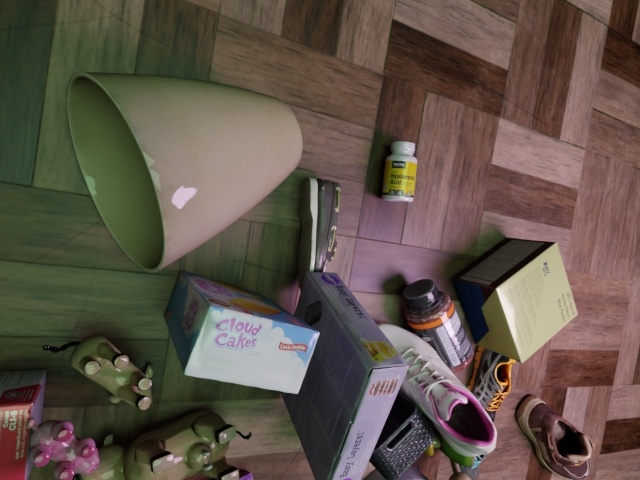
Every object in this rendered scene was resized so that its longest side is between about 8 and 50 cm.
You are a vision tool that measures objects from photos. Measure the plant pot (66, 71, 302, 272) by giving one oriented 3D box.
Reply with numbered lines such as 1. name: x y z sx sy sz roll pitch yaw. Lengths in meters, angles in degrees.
1. plant pot: -0.166 -0.123 0.610 0.274 0.256 0.256 -26 107 -38

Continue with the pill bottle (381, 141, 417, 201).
1. pill bottle: 0.160 -0.137 0.844 0.065 0.065 0.116 3 93 -26

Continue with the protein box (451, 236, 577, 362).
1. protein box: 0.451 0.129 0.972 0.201 0.136 0.199 -31 107 -19

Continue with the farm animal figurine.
1. farm animal figurine: -0.275 0.317 0.639 0.327 0.172 0.330 15 78 -38

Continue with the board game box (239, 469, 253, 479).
1. board game box: -0.163 0.609 0.697 0.208 0.056 0.346 -13 76 -33

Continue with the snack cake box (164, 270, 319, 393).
1. snack cake box: -0.133 0.124 0.622 0.152 0.264 0.089 22 86 -26

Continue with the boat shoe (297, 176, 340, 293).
1. boat shoe: 0.000 0.000 0.773 0.069 0.081 0.227 2 92 -22

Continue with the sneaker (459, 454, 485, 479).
1. sneaker: 0.362 0.514 1.005 0.065 0.076 0.166 -21 104 -21

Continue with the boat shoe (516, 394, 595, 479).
1. boat shoe: 0.661 0.556 1.126 0.123 0.123 0.342 -43 111 -15

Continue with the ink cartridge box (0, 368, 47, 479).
1. ink cartridge box: -0.476 0.253 0.548 0.176 0.128 0.127 6 93 -26

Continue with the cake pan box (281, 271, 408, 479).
1. cake pan box: 0.013 0.223 0.678 0.070 0.246 0.266 5 113 -25

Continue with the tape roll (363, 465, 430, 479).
1. tape roll: 0.167 0.615 0.926 0.219 0.072 0.219 -3 97 -26

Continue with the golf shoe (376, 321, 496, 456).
1. golf shoe: 0.208 0.265 0.788 0.115 0.140 0.306 -44 70 -10

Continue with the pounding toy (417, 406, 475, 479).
1. pounding toy: 0.252 0.419 0.912 0.110 0.183 0.236 -9 104 1

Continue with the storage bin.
1. storage bin: 0.113 0.349 0.810 0.122 0.180 0.084 -37 109 -17

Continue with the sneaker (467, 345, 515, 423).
1. sneaker: 0.413 0.357 1.010 0.084 0.083 0.214 1 97 -27

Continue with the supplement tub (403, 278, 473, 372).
1. supplement tub: 0.247 0.181 0.899 0.106 0.106 0.197 -34 108 -18
